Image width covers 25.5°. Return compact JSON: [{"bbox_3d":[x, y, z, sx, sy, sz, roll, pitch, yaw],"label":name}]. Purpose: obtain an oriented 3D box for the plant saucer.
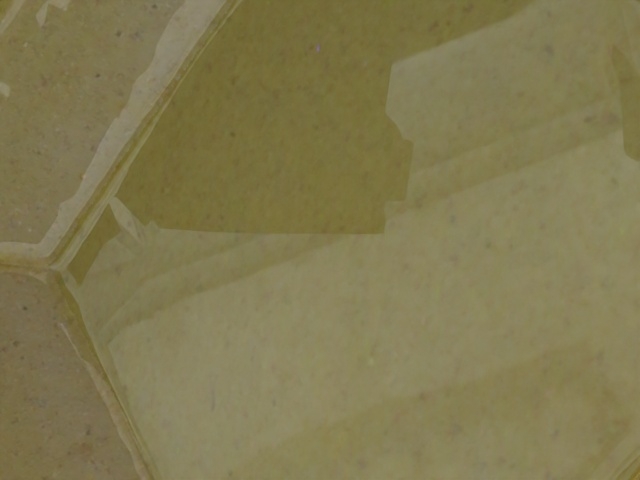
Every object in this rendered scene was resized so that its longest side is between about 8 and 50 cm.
[{"bbox_3d":[0.000,0.000,0.442,0.081,0.333,0.333,13,-146,-45],"label":"plant saucer"}]
